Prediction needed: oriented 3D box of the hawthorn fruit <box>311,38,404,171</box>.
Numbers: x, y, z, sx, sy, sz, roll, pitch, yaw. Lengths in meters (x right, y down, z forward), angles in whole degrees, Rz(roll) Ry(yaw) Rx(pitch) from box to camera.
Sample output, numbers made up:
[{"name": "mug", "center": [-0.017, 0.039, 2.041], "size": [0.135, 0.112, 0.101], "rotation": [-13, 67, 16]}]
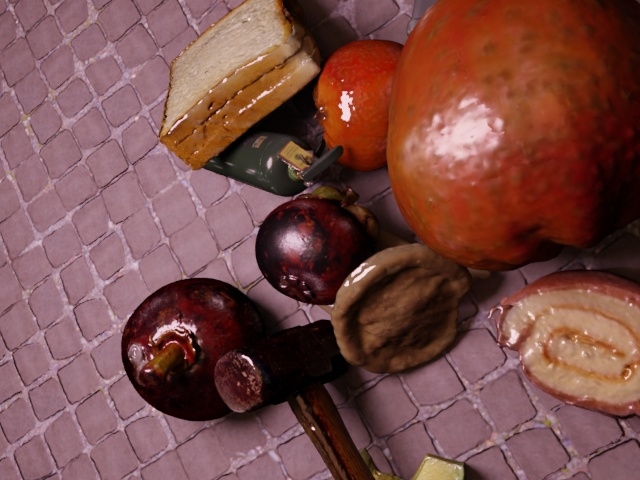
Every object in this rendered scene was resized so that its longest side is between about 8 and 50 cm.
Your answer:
[{"name": "hawthorn fruit", "center": [0.100, -0.220, 1.035], "size": [0.226, 0.196, 0.196], "rotation": [-21, 75, -4]}]

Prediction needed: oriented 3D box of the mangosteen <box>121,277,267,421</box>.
[{"name": "mangosteen", "center": [-0.207, 0.171, 1.047], "size": [0.236, 0.261, 0.235], "rotation": [0, 89, 9]}]

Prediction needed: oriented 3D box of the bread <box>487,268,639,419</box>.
[{"name": "bread", "center": [0.359, 0.130, 0.921], "size": [0.244, 0.123, 0.190], "rotation": [14, 86, 21]}]

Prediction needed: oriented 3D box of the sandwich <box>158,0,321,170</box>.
[{"name": "sandwich", "center": [-0.133, -0.282, 1.094], "size": [0.271, 0.099, 0.301], "rotation": [-31, 34, 13]}]

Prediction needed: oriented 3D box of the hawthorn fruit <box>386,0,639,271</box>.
[{"name": "hawthorn fruit", "center": [0.254, -0.166, 0.842], "size": [0.403, 0.403, 0.402], "rotation": [-3, 82, 20]}]

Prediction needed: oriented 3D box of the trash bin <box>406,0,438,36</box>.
[{"name": "trash bin", "center": [0.235, -0.377, 1.048], "size": [0.177, 0.101, 0.236], "rotation": [7, 83, 22]}]

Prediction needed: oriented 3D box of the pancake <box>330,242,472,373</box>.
[{"name": "pancake", "center": [0.119, 0.107, 0.973], "size": [0.236, 0.223, 0.042], "rotation": [-63, 29, 29]}]

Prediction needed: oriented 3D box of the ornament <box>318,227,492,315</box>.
[{"name": "ornament", "center": [0.120, 0.056, 1.051], "size": [0.245, 0.061, 0.230], "rotation": [34, 93, 24]}]

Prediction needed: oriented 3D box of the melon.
[{"name": "melon", "center": [0.115, 0.374, 1.013], "size": [0.210, 0.064, 0.118], "rotation": [3, 85, 23]}]

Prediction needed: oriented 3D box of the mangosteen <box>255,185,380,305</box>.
[{"name": "mangosteen", "center": [0.000, 0.000, 1.002], "size": [0.200, 0.200, 0.199], "rotation": [-3, 82, 20]}]

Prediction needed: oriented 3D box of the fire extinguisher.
[{"name": "fire extinguisher", "center": [-0.090, -0.136, 1.071], "size": [0.114, 0.095, 0.311], "rotation": [-51, 39, -12]}]

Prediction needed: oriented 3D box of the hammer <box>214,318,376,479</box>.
[{"name": "hammer", "center": [0.035, 0.301, 0.942], "size": [0.095, 0.242, 0.408], "rotation": [-44, 68, 25]}]
